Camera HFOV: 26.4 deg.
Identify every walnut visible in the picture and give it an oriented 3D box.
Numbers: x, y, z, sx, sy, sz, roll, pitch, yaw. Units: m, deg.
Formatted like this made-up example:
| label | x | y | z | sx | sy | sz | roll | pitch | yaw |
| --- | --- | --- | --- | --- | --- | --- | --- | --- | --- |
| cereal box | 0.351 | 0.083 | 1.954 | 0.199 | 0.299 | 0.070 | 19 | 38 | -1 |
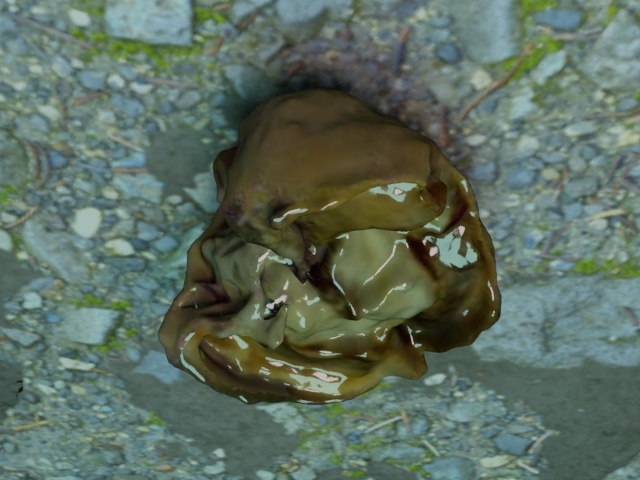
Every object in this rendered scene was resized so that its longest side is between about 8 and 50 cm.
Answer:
| label | x | y | z | sx | sy | sz | roll | pitch | yaw |
| --- | --- | --- | --- | --- | --- | --- | --- | --- | --- |
| walnut | 0.012 | -0.001 | 0.866 | 0.204 | 0.141 | 0.238 | 6 | 141 | -21 |
